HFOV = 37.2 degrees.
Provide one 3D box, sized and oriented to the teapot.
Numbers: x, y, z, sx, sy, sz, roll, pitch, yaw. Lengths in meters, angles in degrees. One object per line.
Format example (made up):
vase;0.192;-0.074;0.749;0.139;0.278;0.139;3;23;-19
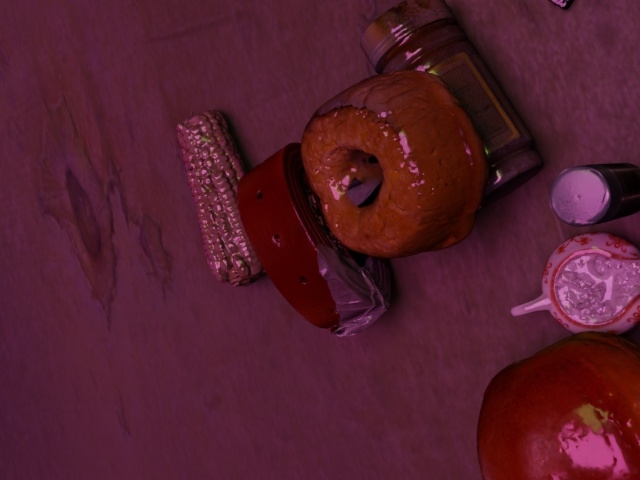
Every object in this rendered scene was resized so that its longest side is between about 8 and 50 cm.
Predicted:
teapot;0.403;0.071;1.425;0.245;0.116;0.159;-28;93;25

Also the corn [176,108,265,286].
corn;-0.173;-0.080;1.729;0.126;0.126;0.335;-19;82;29

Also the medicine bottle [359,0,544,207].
medicine bottle;0.205;-0.215;1.482;0.151;0.151;0.322;-36;77;27

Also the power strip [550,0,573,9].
power strip;0.386;-0.404;1.435;0.038;0.029;0.111;40;109;21

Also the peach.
peach;0.388;0.320;1.350;0.372;0.290;0.372;2;94;31

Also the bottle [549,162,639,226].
bottle;0.392;-0.066;1.315;0.082;0.286;0.082;3;95;29

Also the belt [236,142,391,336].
belt;0.000;0.000;1.575;0.115;0.227;0.324;-30;92;31

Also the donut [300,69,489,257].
donut;0.104;-0.110;1.418;0.299;0.150;0.317;53;148;26
